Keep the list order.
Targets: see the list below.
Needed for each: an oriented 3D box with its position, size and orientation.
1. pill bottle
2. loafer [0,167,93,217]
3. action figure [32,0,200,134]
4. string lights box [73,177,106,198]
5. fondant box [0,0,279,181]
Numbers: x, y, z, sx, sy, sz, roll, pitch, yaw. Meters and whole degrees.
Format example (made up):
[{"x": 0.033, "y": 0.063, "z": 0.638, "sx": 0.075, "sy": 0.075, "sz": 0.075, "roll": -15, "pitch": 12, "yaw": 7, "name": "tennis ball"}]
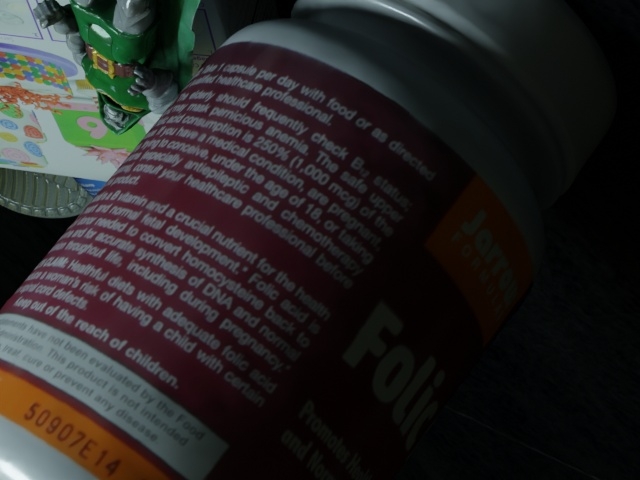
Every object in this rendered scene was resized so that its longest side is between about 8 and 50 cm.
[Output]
[{"x": -0.018, "y": 0.023, "z": 1.097, "sx": 0.224, "sy": 0.392, "sz": 0.224, "roll": 33, "pitch": 161, "yaw": 13, "name": "pill bottle"}, {"x": -0.302, "y": -0.103, "z": 1.814, "sx": 0.251, "sy": 0.087, "sz": 0.094, "roll": 25, "pitch": 123, "yaw": 10, "name": "loafer"}, {"x": -0.113, "y": -0.123, "z": 1.115, "sx": 0.137, "sy": 0.063, "sz": 0.232, "roll": 35, "pitch": 160, "yaw": 14, "name": "action figure"}, {"x": -0.110, "y": -0.029, "z": 1.599, "sx": 0.260, "sy": 0.077, "sz": 0.133, "roll": 47, "pitch": 163, "yaw": -18, "name": "string lights box"}, {"x": -0.158, "y": -0.155, "z": 1.268, "sx": 0.238, "sy": 0.096, "sz": 0.330, "roll": 7, "pitch": 152, "yaw": 11, "name": "fondant box"}]
